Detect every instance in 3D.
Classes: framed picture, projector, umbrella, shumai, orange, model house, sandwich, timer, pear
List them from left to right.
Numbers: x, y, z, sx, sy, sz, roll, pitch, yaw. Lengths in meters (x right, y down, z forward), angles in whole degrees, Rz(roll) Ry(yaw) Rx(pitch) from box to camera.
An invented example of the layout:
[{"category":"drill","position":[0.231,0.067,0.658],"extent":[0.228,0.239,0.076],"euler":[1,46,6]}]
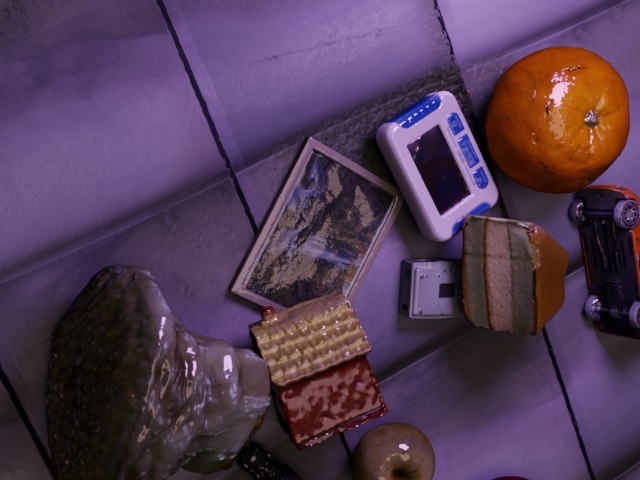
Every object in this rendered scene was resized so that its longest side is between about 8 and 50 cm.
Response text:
[{"category":"shumai","position":[-0.253,0.249,1.432],"extent":[0.323,0.324,0.397],"euler":[11,98,-37]},{"category":"umbrella","position":[-0.032,0.522,1.642],"extent":[0.358,0.113,0.106],"euler":[47,52,-15]},{"category":"model house","position":[-0.010,0.217,1.567],"extent":[0.196,0.160,0.254],"euler":[-21,108,-10]},{"category":"framed picture","position":[0.000,0.000,1.627],"extent":[0.240,0.020,0.324],"euler":[30,86,-23]},{"category":"pear","position":[0.141,0.437,1.681],"extent":[0.167,0.136,0.167],"euler":[-3,99,-18]},{"category":"timer","position":[0.221,-0.141,1.655],"extent":[0.178,0.078,0.253],"euler":[-34,108,-21]},{"category":"projector","position":[0.235,0.094,1.712],"extent":[0.147,0.061,0.115],"euler":[0,96,-23]},{"category":"sandwich","position":[0.380,0.038,1.676],"extent":[0.198,0.155,0.227],"euler":[-30,120,-51]},{"category":"orange","position":[0.455,-0.232,1.665],"extent":[0.284,0.226,0.284],"euler":[-5,104,-22]}]

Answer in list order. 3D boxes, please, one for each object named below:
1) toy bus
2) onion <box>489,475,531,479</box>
[{"category":"toy bus","position":[0.643,0.034,1.828],"extent":[0.153,0.143,0.329],"euler":[-20,103,-28]},{"category":"onion","position":[0.408,0.608,1.786],"extent":[0.248,0.161,0.248],"euler":[0,81,0]}]
